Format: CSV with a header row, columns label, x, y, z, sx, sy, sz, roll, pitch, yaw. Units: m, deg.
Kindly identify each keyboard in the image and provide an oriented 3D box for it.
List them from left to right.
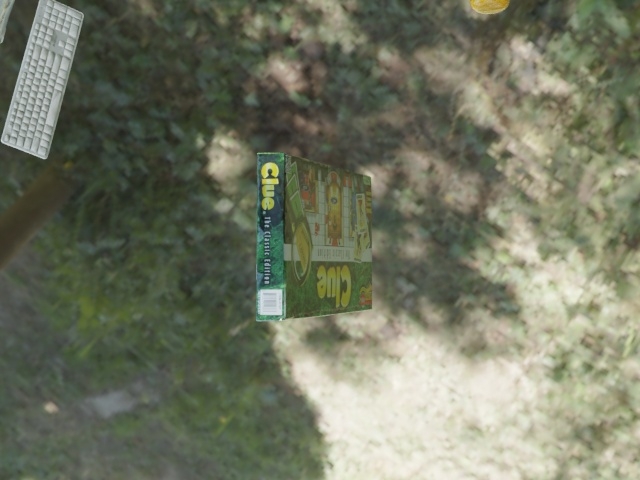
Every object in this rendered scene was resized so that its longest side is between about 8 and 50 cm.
label,x,y,z,sx,sy,sz,roll,pitch,yaw
keyboard,-0.413,-0.246,1.774,0.072,0.256,0.014,19,155,-23

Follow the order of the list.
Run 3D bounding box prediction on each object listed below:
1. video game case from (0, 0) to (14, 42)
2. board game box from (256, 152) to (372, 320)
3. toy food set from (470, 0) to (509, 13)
label,x,y,z,sx,sy,sz,roll,pitch,yaw
video game case,-0.439,-0.358,1.264,0.270,0.061,0.244,31,131,-2
board game box,0.000,0.000,1.057,0.030,0.260,0.136,2,90,18
toy food set,0.142,-0.299,1.093,0.111,0.104,0.232,-9,167,32
